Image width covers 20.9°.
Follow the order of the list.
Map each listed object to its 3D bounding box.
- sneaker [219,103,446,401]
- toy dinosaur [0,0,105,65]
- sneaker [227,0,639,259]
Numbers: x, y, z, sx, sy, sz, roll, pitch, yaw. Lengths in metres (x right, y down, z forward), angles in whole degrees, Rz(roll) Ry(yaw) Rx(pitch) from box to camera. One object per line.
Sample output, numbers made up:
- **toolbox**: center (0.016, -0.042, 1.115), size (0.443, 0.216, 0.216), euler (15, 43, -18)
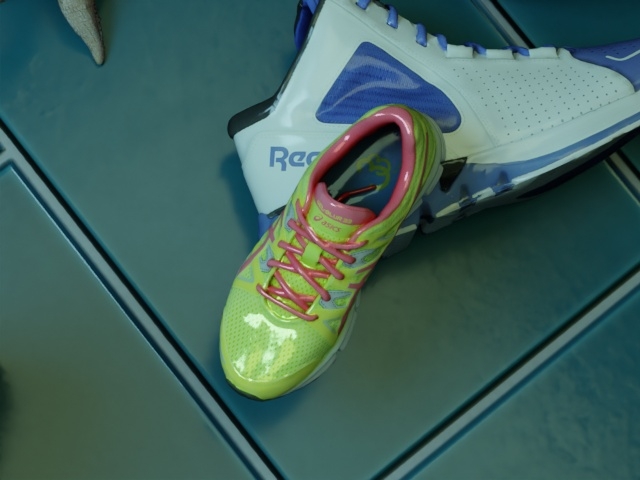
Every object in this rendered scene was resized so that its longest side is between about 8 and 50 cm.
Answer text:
- **sneaker**: center (0.000, 0.000, 1.043), size (0.081, 0.094, 0.208), euler (29, 85, 8)
- **toy dinosaur**: center (-0.216, -0.267, 1.172), size (0.295, 0.127, 0.200), euler (44, 69, -2)
- **sneaker**: center (0.073, -0.102, 1.160), size (0.315, 0.127, 0.182), euler (-23, 83, -9)
